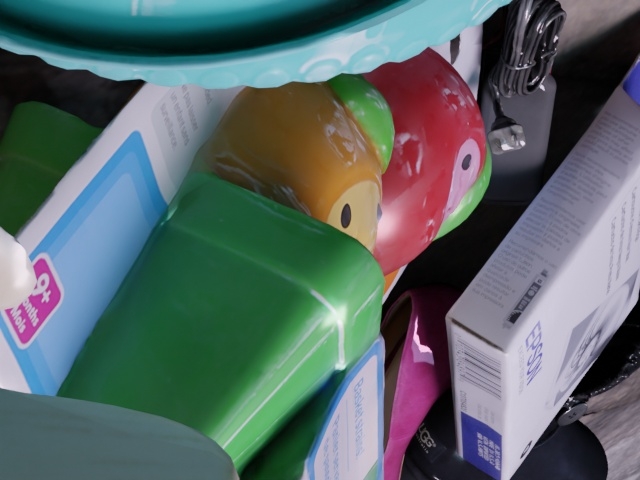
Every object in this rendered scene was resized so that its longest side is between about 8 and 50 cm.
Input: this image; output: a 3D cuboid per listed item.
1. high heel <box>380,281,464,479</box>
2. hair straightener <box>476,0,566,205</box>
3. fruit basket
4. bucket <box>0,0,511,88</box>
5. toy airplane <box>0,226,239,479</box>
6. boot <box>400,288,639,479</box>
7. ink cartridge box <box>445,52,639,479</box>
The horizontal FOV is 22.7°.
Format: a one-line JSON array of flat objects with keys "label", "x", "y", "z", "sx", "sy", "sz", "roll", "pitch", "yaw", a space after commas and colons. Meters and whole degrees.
[{"label": "high heel", "x": 0.021, "y": 0.122, "z": 1.054, "sx": 0.244, "sy": 0.082, "sz": 0.117, "roll": -42, "pitch": 142, "yaw": 22}, {"label": "hair straightener", "x": 0.109, "y": -0.086, "z": 0.809, "sx": 0.047, "sy": 0.089, "sz": 0.230, "roll": 5, "pitch": 146, "yaw": -2}, {"label": "fruit basket", "x": 0.000, "y": 0.000, "z": 0.672, "sx": 0.353, "sy": 0.165, "sz": 0.327, "roll": -49, "pitch": 156, "yaw": -29}, {"label": "bucket", "x": -0.024, "y": -0.181, "z": 0.363, "sx": 0.281, "sy": 0.281, "sz": 0.183, "roll": -21, "pitch": 153, "yaw": -22}, {"label": "toy airplane", "x": -0.266, "y": 0.023, "z": 0.322, "sx": 0.386, "sy": 0.384, "sz": 0.273, "roll": -16, "pitch": 124, "yaw": -34}, {"label": "boot", "x": 0.189, "y": 0.119, "z": 1.195, "sx": 0.246, "sy": 0.094, "sz": 0.207, "roll": 11, "pitch": 133, "yaw": -44}, {"label": "ink cartridge box", "x": 0.156, "y": 0.016, "z": 0.958, "sx": 0.224, "sy": 0.045, "sz": 0.223, "roll": -53, "pitch": 159, "yaw": -18}]
